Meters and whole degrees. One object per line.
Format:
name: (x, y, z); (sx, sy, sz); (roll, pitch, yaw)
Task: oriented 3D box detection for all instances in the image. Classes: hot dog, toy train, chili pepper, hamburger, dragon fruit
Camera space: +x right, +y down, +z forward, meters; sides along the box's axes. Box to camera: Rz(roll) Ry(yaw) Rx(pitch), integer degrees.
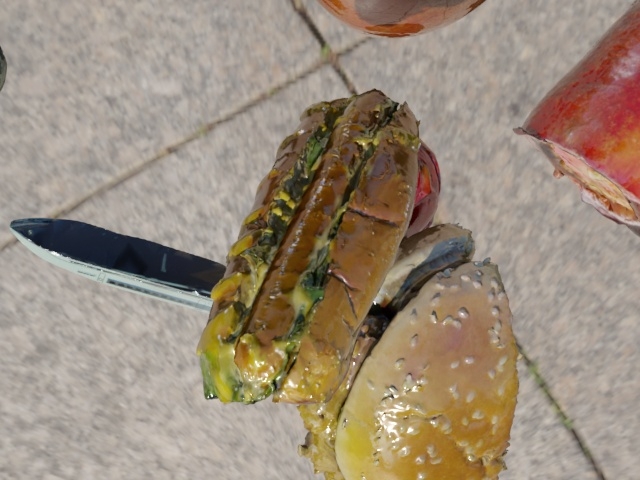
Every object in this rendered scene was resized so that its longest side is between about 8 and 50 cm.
hot dog: (0.000, 0.000, 0.872); (0.115, 0.072, 0.269); (3, 46, 19)
toy train: (-0.228, 0.025, 1.513); (0.251, 0.048, 0.055); (17, 55, -13)
chili pepper: (0.455, -0.185, 1.897); (0.305, 0.251, 0.229); (-50, 117, -11)
hamburger: (0.104, 0.221, 1.857); (0.287, 0.268, 0.446); (-6, 121, -16)
dragon fruit: (0.094, -0.076, 1.974); (0.172, 0.209, 0.172); (14, 34, -10)

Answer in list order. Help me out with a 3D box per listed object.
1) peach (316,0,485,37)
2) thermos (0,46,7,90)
peach: (0.075, -0.301, 1.189); (0.252, 0.252, 0.252); (0, 77, 1)
thermos: (-0.319, -0.121, 1.070); (0.083, 0.188, 0.073); (28, 112, 4)
